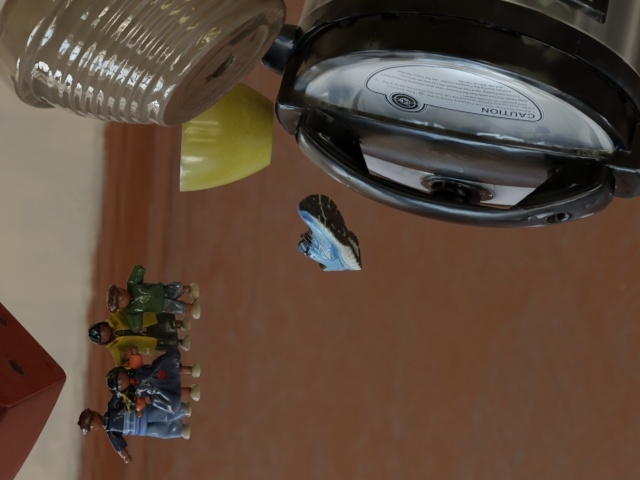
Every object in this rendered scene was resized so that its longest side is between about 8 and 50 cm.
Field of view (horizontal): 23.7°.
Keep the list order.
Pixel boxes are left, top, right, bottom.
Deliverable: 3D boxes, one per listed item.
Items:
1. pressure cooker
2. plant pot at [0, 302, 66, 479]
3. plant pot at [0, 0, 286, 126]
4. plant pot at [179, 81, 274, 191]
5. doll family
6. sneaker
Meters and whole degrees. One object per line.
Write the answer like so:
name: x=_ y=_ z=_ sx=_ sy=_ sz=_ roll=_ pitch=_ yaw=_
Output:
pressure cooker: x=0.169 y=-0.213 z=1.520 sx=0.370 sy=0.375 sz=0.420 roll=-7 pitch=61 yaw=50
plant pot: x=-0.413 y=0.160 z=1.500 sx=0.267 sy=0.267 sz=0.236 roll=46 pitch=100 yaw=4
plant pot: x=-0.103 y=-0.156 z=1.048 sx=0.110 sy=0.237 sz=0.237 roll=47 pitch=136 yaw=9
plant pot: x=-0.099 y=-0.116 z=1.621 sx=0.134 sy=0.095 sz=0.134 roll=-177 pitch=90 yaw=-85
doll family: x=-0.182 y=0.123 z=1.508 sx=0.076 sy=0.111 sz=0.193 roll=161 pitch=108 yaw=-66
sneaker: x=0.000 y=0.000 z=2.035 sx=0.073 sy=0.162 sz=0.063 roll=-16 pitch=53 yaw=13
